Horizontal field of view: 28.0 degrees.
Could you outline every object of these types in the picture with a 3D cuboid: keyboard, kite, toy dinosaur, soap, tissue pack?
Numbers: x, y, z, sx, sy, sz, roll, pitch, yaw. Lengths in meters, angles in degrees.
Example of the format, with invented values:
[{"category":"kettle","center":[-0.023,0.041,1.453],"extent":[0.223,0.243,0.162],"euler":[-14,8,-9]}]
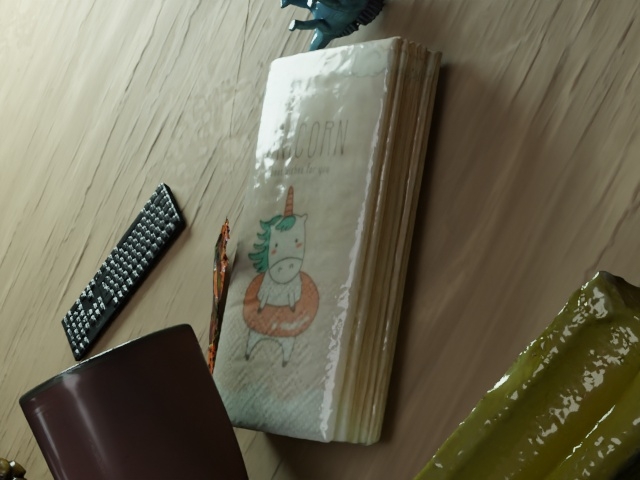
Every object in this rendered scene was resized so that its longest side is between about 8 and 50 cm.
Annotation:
[{"category":"keyboard","center":[-0.204,0.034,1.308],"extent":[0.204,0.013,0.061],"euler":[-50,46,23]},{"category":"kite","center":[-0.095,0.040,1.161],"extent":[0.125,0.008,0.222],"euler":[-101,17,-56]},{"category":"toy dinosaur","center":[0.015,-0.209,1.105],"extent":[0.197,0.080,0.045],"euler":[-50,51,39]},{"category":"soap","center":[0.139,0.167,0.764],"extent":[0.315,0.199,0.091],"euler":[-53,50,20]},{"category":"tissue pack","center":[0.000,0.000,1.058],"extent":[0.170,0.071,0.325],"euler":[0,77,51]}]

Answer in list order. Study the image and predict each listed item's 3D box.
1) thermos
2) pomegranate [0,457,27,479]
[{"category":"thermos","center":[-0.110,0.213,1.003],"extent":[0.146,0.176,0.265],"euler":[-27,84,14]},{"category":"pomegranate","center":[-0.398,0.345,1.217],"extent":[0.307,0.307,0.307],"euler":[-18,65,43]}]
